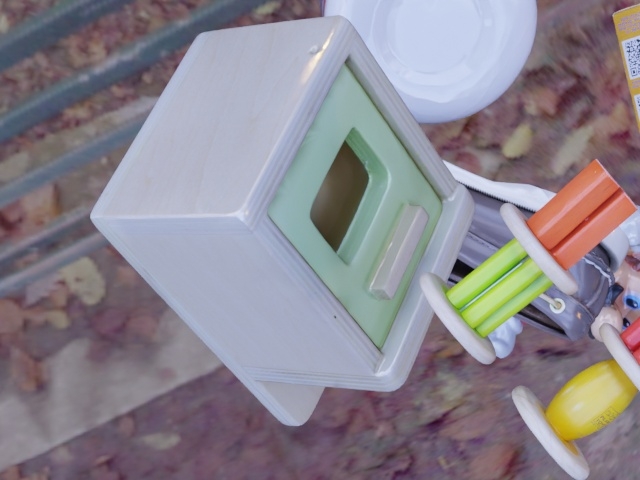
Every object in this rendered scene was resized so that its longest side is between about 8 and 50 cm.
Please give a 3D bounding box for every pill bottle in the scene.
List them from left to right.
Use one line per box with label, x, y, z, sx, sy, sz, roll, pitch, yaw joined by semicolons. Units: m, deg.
pill bottle;0.087;-0.236;1.269;0.181;0.323;0.182;-1;112;-3

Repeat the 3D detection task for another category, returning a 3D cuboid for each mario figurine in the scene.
mario figurine;0.234;0.041;1.384;0.320;0.198;0.170;17;79;12

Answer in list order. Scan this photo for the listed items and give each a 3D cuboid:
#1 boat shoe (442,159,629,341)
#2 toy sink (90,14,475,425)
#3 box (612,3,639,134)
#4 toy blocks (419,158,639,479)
boat shoe;0.087;-0.009;1.131;0.324;0.116;0.097;20;71;21
toy sink;0.000;0.000;0.841;0.131;0.234;0.153;1;51;38
box;0.193;-0.052;0.663;0.028;0.081;0.136;-8;94;58
toy blocks;0.138;0.018;0.617;0.148;0.054;0.123;-39;89;11
